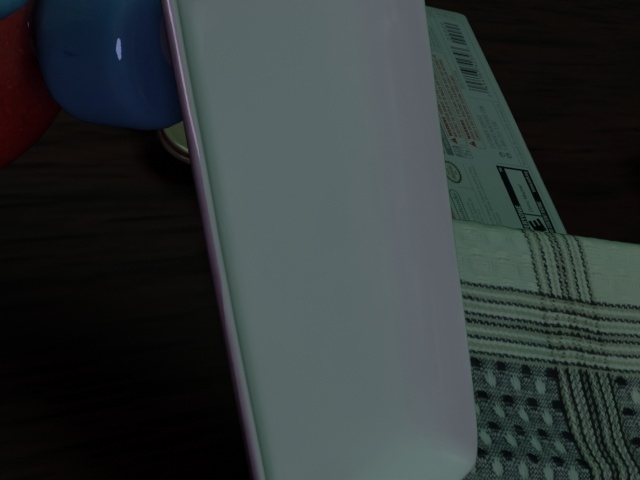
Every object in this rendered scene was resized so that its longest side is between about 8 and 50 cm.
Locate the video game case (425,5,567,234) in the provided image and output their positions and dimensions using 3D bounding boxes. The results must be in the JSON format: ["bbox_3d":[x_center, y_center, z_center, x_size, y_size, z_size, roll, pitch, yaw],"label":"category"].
[{"bbox_3d":[0.037,-0.072,0.874,0.193,0.023,0.212,7,47,-31],"label":"video game case"}]

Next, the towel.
[{"bbox_3d":[0.131,0.122,0.719,0.324,0.056,0.312,11,47,-32],"label":"towel"}]

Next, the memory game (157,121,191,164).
[{"bbox_3d":[-0.029,-0.084,0.808,0.186,0.012,0.186,19,42,-18],"label":"memory game"}]

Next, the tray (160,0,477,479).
[{"bbox_3d":[0.000,0.000,0.570,0.145,0.030,0.270,-33,121,-47],"label":"tray"}]

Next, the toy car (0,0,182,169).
[{"bbox_3d":[-0.186,-0.019,0.510,0.210,0.219,0.238,29,72,-63],"label":"toy car"}]
